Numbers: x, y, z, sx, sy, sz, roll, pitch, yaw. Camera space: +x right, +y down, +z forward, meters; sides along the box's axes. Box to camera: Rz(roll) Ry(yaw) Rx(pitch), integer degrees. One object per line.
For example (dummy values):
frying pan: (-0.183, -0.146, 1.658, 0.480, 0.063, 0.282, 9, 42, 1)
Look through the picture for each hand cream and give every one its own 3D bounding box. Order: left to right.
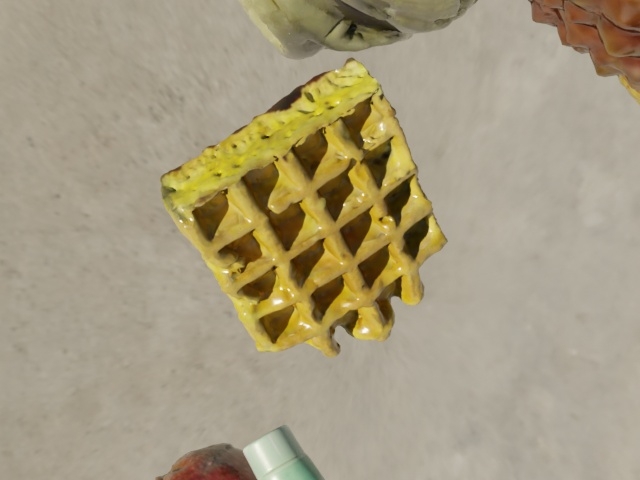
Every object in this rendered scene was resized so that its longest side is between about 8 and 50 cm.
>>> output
hand cream: (-0.004, 0.245, 1.338, 0.076, 0.047, 0.174, -28, 80, -10)

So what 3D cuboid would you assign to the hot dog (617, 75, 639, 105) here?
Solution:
hot dog: (0.346, -0.197, 1.194, 0.122, 0.196, 0.272, 29, 124, -22)

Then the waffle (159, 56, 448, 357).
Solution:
waffle: (0.000, 0.000, 1.059, 0.160, 0.211, 0.055, -32, 44, -6)

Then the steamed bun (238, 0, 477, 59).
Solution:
steamed bun: (0.030, -0.279, 1.467, 0.275, 0.320, 0.206, 4, 76, 20)

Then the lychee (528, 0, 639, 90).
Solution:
lychee: (0.122, -0.111, 0.411, 0.188, 0.188, 0.188, 0, 88, 2)

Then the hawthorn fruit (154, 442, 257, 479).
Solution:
hawthorn fruit: (-0.098, 0.284, 1.443, 0.172, 0.173, 0.173, 0, 88, 2)
